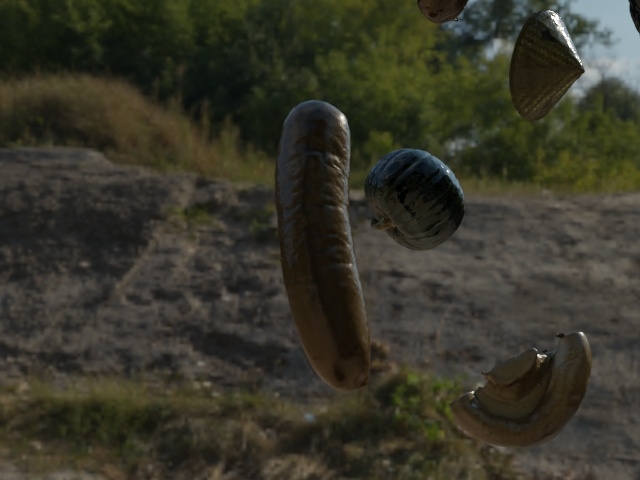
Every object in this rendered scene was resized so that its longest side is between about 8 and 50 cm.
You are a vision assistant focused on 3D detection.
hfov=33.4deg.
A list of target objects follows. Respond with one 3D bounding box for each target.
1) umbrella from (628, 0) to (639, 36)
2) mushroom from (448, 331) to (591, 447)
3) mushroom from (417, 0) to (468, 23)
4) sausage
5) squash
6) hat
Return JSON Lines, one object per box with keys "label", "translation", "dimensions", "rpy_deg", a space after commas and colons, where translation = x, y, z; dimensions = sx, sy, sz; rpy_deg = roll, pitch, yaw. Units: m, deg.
{"label": "umbrella", "translation": [0.398, -0.331, 1.326], "dimensions": [0.071, 0.248, 0.071], "rpy_deg": [-31, 19, 12]}
{"label": "mushroom", "translation": [0.389, 0.292, 1.947], "dimensions": [0.285, 0.151, 0.156], "rpy_deg": [-30, -32, 4]}
{"label": "mushroom", "translation": [0.237, -0.454, 1.955], "dimensions": [0.080, 0.135, 0.170], "rpy_deg": [45, -5, 22]}
{"label": "sausage", "translation": [-0.003, 0.000, 1.730], "dimensions": [0.136, 0.501, 0.123], "rpy_deg": [6, -24, -28]}
{"label": "squash", "translation": [0.182, -0.078, 2.078], "dimensions": [0.218, 0.172, 0.218], "rpy_deg": [23, -18, 8]}
{"label": "hat", "translation": [0.309, -0.220, 1.365], "dimensions": [0.067, 0.146, 0.146], "rpy_deg": [16, 8, 39]}
